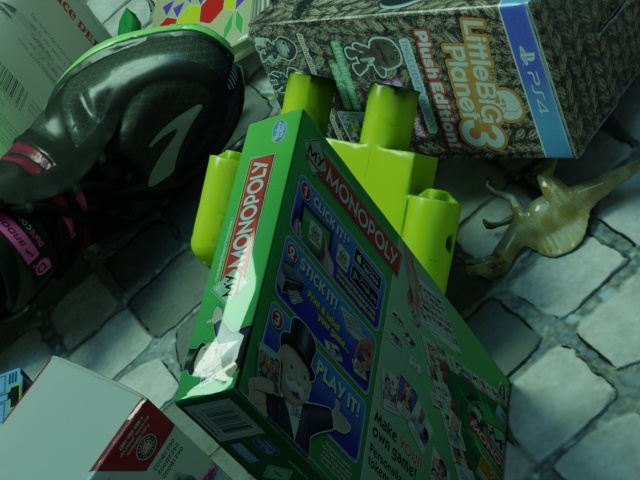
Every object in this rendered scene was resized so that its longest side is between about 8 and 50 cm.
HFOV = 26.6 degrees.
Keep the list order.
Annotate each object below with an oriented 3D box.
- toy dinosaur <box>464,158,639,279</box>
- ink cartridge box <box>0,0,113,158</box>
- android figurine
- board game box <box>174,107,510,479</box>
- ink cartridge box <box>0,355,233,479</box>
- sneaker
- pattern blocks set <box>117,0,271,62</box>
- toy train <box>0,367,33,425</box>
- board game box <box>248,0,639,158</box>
[{"bbox_3d":[0.195,-0.033,1.110,0.183,0.053,0.092,-35,53,17],"label":"toy dinosaur"},{"bbox_3d":[-0.349,-0.163,1.523,0.117,0.207,0.283,-12,45,27],"label":"ink cartridge box"},{"bbox_3d":[0.000,0.000,1.120,0.248,0.056,0.273,15,94,33],"label":"android figurine"},{"bbox_3d":[0.034,0.097,0.882,0.046,0.317,0.213,-15,44,28],"label":"board game box"},{"bbox_3d":[-0.159,0.200,1.047,0.127,0.176,0.128,15,63,42],"label":"ink cartridge box"},{"bbox_3d":[-0.266,-0.027,1.326,0.483,0.185,0.202,-37,30,2],"label":"sneaker"},{"bbox_3d":[-0.122,-0.244,1.504,0.325,0.026,0.285,-10,61,42],"label":"pattern blocks set"},{"bbox_3d":[-0.300,0.206,1.231,0.105,0.080,0.184,-23,41,10],"label":"toy train"},{"bbox_3d":[0.129,-0.191,1.185,0.291,0.141,0.232,3,38,39],"label":"board game box"}]
